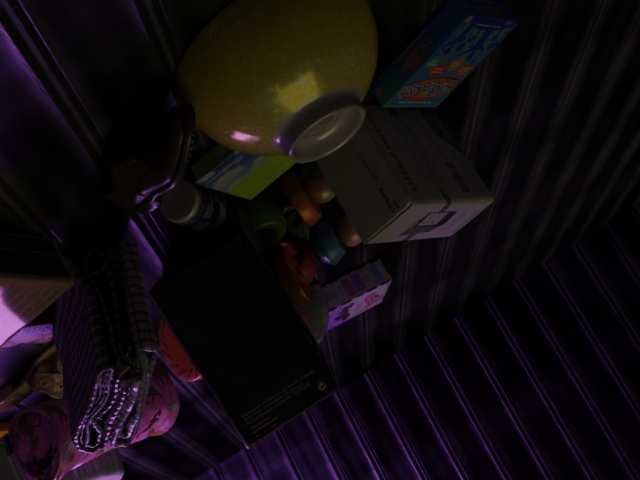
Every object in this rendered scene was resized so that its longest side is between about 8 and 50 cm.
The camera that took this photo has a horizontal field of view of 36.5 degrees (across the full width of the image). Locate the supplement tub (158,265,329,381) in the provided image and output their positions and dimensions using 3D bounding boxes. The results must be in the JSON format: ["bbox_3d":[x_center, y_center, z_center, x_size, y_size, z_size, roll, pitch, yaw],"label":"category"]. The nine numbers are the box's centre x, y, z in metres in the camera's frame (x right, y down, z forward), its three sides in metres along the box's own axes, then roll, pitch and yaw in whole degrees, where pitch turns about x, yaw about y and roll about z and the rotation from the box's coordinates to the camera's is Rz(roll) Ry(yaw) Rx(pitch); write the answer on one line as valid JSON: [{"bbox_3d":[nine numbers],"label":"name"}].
[{"bbox_3d":[-0.153,0.166,1.942,0.316,0.194,0.193,-15,155,-42],"label":"supplement tub"}]

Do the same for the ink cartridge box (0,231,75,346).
[{"bbox_3d":[-0.493,0.087,1.346,0.234,0.088,0.193,-38,160,17],"label":"ink cartridge box"}]

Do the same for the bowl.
[{"bbox_3d":[-0.029,-0.196,1.271,0.289,0.156,0.289,-29,162,-10],"label":"bowl"}]

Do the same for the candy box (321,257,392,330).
[{"bbox_3d":[0.071,0.142,2.443,0.196,0.070,0.165,-26,161,-16],"label":"candy box"}]

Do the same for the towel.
[{"bbox_3d":[-0.347,0.170,1.529,0.121,0.235,0.284,-3,142,-23],"label":"towel"}]

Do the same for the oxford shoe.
[{"bbox_3d":[-0.231,-0.106,1.267,0.096,0.083,0.227,14,144,-29],"label":"oxford shoe"}]

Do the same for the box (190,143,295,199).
[{"bbox_3d":[-0.119,-0.120,1.498,0.109,0.042,0.178,-39,161,16],"label":"box"}]

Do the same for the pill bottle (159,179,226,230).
[{"bbox_3d":[-0.194,-0.052,1.511,0.067,0.067,0.120,-36,162,12],"label":"pill bottle"}]

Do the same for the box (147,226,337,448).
[{"bbox_3d":[-0.128,0.147,1.635,0.182,0.294,0.296,-34,-174,-2],"label":"box"}]

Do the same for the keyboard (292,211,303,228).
[{"bbox_3d":[-0.001,-0.098,1.789,0.192,0.038,0.100,-50,178,41],"label":"keyboard"}]

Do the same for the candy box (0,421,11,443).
[{"bbox_3d":[-0.720,0.432,1.966,0.206,0.027,0.105,-37,158,12],"label":"candy box"}]

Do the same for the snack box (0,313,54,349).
[{"bbox_3d":[-0.505,0.153,1.602,0.064,0.022,0.178,-44,159,27],"label":"snack box"}]

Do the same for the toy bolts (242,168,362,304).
[{"bbox_3d":[0.000,0.000,1.696,0.158,0.218,0.228,-29,155,7],"label":"toy bolts"}]

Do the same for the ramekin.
[{"bbox_3d":[-0.579,0.499,2.124,0.303,0.148,0.303,-23,163,-8],"label":"ramekin"}]

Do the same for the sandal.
[{"bbox_3d":[-0.507,0.266,1.801,0.240,0.079,0.088,-38,161,17],"label":"sandal"}]

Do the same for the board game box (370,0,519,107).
[{"bbox_3d":[0.198,-0.297,1.554,0.160,0.047,0.210,-11,153,-49],"label":"board game box"}]

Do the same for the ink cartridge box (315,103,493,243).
[{"bbox_3d":[0.140,-0.116,1.669,0.121,0.211,0.289,-42,159,31],"label":"ink cartridge box"}]

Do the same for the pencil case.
[{"bbox_3d":[-0.449,0.368,1.975,0.167,0.160,0.386,-29,174,30],"label":"pencil case"}]
